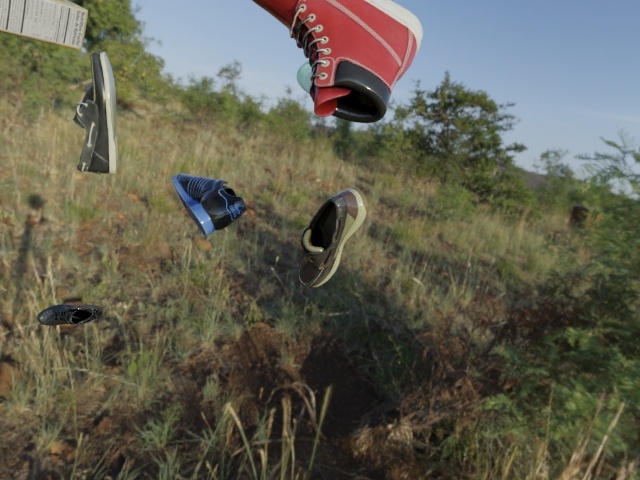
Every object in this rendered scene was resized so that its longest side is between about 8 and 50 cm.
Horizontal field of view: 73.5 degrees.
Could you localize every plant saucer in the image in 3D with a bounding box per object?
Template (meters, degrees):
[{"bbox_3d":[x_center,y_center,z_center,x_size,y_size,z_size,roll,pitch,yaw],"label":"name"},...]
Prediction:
[{"bbox_3d":[0.009,-0.344,0.918,0.120,0.119,0.021,16,-28,8],"label":"plant saucer"}]

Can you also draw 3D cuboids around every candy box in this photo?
[{"bbox_3d":[-0.621,-0.443,0.764,0.183,0.087,0.316,31,23,18],"label":"candy box"}]

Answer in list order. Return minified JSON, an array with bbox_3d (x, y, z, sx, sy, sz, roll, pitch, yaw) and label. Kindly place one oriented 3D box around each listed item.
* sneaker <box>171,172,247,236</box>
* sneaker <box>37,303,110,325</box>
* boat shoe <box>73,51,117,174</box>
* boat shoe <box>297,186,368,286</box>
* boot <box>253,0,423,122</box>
[{"bbox_3d":[-0.216,-0.083,0.824,0.091,0.081,0.232,-29,38,-17],"label":"sneaker"},{"bbox_3d":[-0.593,0.177,1.028,0.171,0.051,0.089,-3,-3,-17],"label":"sneaker"},{"bbox_3d":[-0.436,-0.243,0.829,0.079,0.232,0.084,2,19,-19],"label":"boat shoe"},{"bbox_3d":[0.000,0.000,0.501,0.049,0.152,0.056,-8,48,-38],"label":"boat shoe"},{"bbox_3d":[-0.013,-0.241,0.507,0.245,0.176,0.088,28,-26,0],"label":"boot"}]
